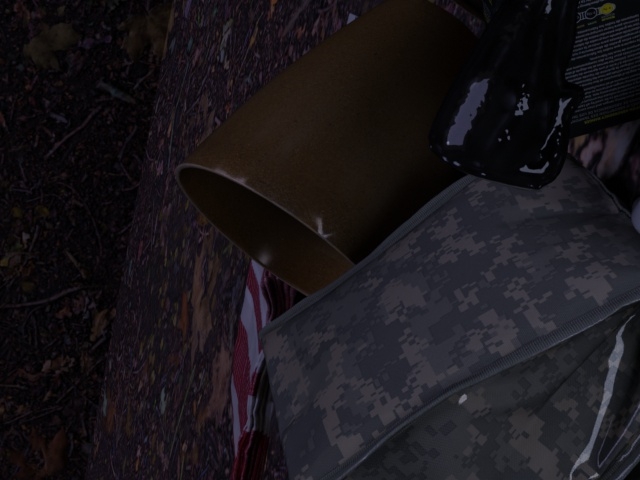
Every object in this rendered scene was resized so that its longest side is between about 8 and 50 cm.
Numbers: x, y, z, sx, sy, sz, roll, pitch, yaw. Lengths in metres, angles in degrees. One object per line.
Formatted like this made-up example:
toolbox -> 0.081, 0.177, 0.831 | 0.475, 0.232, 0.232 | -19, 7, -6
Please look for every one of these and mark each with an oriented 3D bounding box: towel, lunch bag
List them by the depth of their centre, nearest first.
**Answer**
lunch bag -> 0.118, 0.080, 0.823 | 0.287, 0.169, 0.235 | -38, 24, 9
towel -> -0.074, 0.109, 1.357 | 0.237, 0.037, 0.329 | -99, 17, -57

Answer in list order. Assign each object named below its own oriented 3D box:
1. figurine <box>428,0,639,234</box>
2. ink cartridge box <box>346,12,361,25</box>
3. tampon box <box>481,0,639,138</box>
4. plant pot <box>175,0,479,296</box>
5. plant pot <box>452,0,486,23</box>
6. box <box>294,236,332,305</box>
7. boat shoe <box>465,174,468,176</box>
figurine -> 0.197, -0.114, 0.703 | 0.092, 0.215, 0.209 | -40, -29, -68
ink cartridge box -> 0.042, -0.214, 1.455 | 0.063, 0.029, 0.115 | -134, 57, -68
tampon box -> 0.170, -0.170, 0.831 | 0.120, 0.102, 0.161 | -104, -3, -51
plant pot -> 0.036, -0.091, 1.090 | 0.254, 0.237, 0.237 | -55, 13, -14
plant pot -> 0.159, -0.273, 0.920 | 0.165, 0.167, 0.167 | -48, 33, 32
box -> 0.000, 0.000, 1.304 | 0.216, 0.060, 0.270 | 126, 148, -65
boat shoe -> 0.153, -0.060, 1.026 | 0.040, 0.049, 0.142 | -48, -15, -42
